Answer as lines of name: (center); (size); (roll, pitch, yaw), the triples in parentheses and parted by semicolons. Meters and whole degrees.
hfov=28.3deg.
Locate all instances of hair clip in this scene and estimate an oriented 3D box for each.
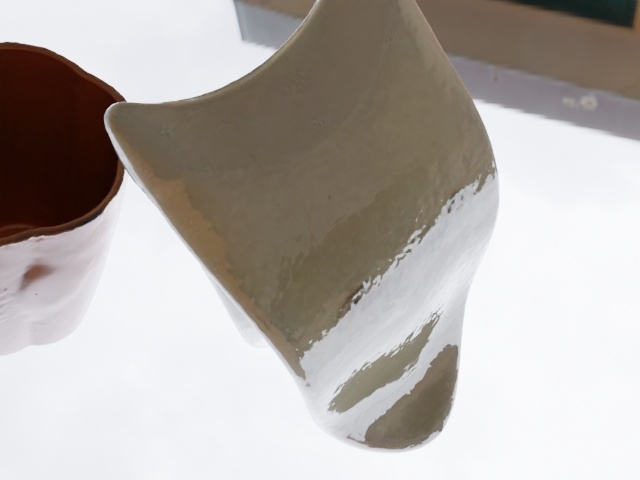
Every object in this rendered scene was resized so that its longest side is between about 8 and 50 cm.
hair clip: (0.013, 0.005, 0.662); (0.113, 0.282, 0.172); (35, -117, 29)

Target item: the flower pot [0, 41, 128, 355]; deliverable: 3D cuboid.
flower pot: (-0.225, -0.018, 0.900); (0.191, 0.173, 0.190); (4, -128, -5)
